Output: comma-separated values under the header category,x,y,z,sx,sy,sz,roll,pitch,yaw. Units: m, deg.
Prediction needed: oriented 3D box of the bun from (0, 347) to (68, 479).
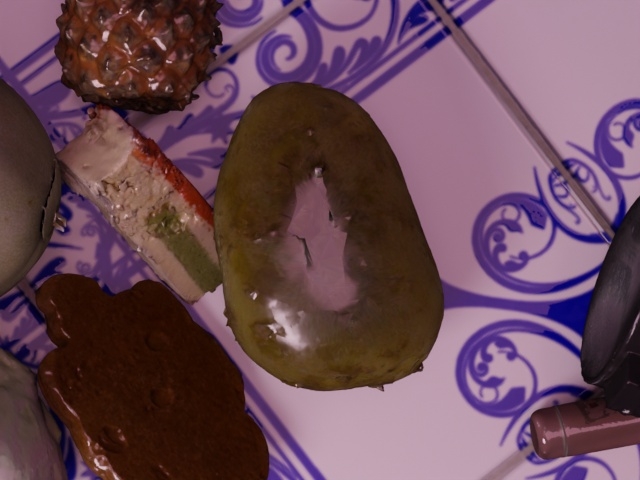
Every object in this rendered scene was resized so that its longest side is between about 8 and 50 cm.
category,x,y,z,sx,sy,sz,roll,pitch,yaw
bun,-0.351,0.167,1.580,0.293,0.293,0.187,23,65,-3

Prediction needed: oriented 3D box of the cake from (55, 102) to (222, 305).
category,x,y,z,sx,sy,sz,roll,pitch,yaw
cake,-0.173,-0.041,1.678,0.086,0.220,0.117,-44,51,-5

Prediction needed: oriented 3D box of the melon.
category,x,y,z,sx,sy,sz,roll,pitch,yaw
melon,-0.392,-0.052,1.575,0.330,0.268,0.268,14,87,-6

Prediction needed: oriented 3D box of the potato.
category,x,y,z,sx,sy,sz,roll,pitch,yaw
potato,0.000,0.000,1.654,0.210,0.173,0.307,-12,87,-3

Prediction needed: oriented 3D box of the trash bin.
category,x,y,z,sx,sy,sz,roll,pitch,yaw
trash bin,0.426,0.092,1.669,0.302,0.203,0.252,19,50,-5

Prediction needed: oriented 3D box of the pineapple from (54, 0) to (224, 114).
category,x,y,z,sx,sy,sz,roll,pitch,yaw
pineapple,-0.169,-0.219,1.661,0.166,0.166,0.193,9,87,-4

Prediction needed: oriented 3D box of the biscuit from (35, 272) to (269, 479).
category,x,y,z,sx,sy,sz,roll,pitch,yaw
biscuit,-0.166,0.149,1.643,0.290,0.041,0.208,49,41,-4

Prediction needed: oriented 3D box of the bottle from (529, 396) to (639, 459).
category,x,y,z,sx,sy,sz,roll,pitch,yaw
bottle,0.280,0.183,1.727,0.140,0.053,0.053,-10,88,-5
